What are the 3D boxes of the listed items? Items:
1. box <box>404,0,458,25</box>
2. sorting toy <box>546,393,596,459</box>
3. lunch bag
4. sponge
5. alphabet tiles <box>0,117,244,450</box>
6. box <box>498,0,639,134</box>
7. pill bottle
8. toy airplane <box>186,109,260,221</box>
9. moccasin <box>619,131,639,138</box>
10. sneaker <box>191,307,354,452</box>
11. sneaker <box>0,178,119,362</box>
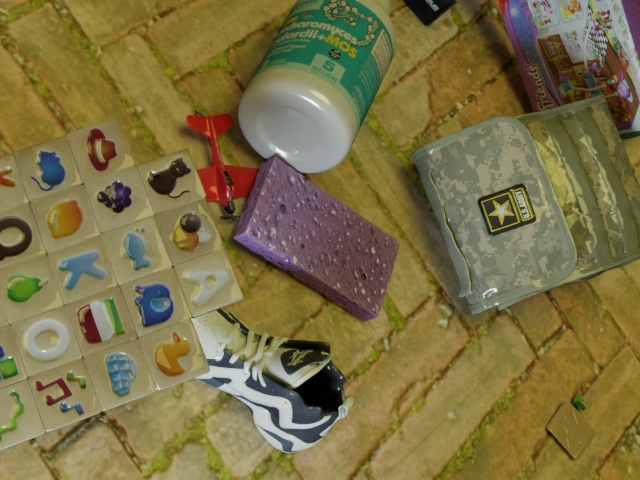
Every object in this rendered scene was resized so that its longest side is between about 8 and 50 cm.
[{"bbox_3d":[0.170,-0.422,1.882,0.147,0.077,0.180,48,51,-6],"label":"box"},{"bbox_3d":[0.339,0.244,1.736,0.062,0.012,0.083,46,54,-3],"label":"sorting toy"},{"bbox_3d":[0.278,-0.046,1.732,0.287,0.169,0.235,-16,82,-31],"label":"lunch bag"},{"bbox_3d":[0.000,0.000,1.592,0.210,0.031,0.117,34,55,-24],"label":"sponge"},{"bbox_3d":[-0.265,0.039,1.307,0.342,0.011,0.285,-20,77,-10],"label":"alphabet tiles"},{"bbox_3d":[0.363,-0.287,1.827,0.057,0.201,0.293,-29,104,-40],"label":"box"},{"bbox_3d":[0.007,-0.219,1.627,0.146,0.146,0.264,37,49,-15],"label":"pill bottle"},{"bbox_3d":[-0.121,-0.093,1.562,0.151,0.028,0.151,16,60,-30],"label":"toy airplane"},{"bbox_3d":[0.419,-0.321,1.986,0.116,0.137,0.342,-33,103,-26],"label":"moccasin"},{"bbox_3d":[-0.058,0.126,1.424,0.235,0.153,0.094,50,49,-6],"label":"sneaker"},{"bbox_3d":[-0.286,0.035,1.362,0.162,0.106,0.282,4,71,-12],"label":"sneaker"}]
